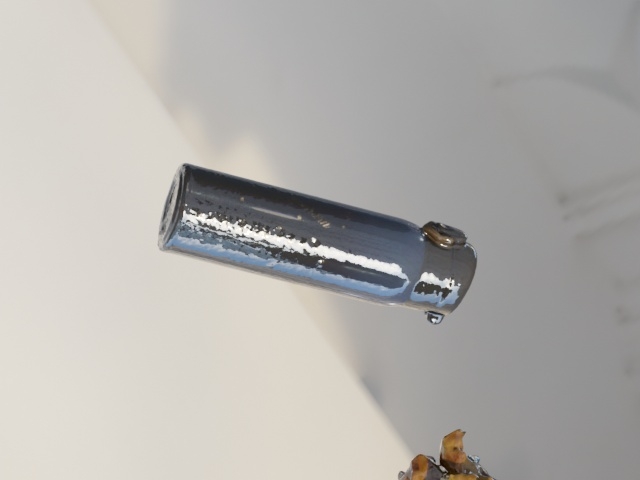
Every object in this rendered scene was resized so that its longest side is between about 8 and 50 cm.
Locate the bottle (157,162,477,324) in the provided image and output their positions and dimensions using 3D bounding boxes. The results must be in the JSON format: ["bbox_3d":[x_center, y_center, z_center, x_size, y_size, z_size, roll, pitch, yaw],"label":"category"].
[{"bbox_3d":[0.000,0.000,1.389,0.072,0.244,0.082,-105,-147,-64],"label":"bottle"}]

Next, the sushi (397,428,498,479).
[{"bbox_3d":[0.088,0.327,1.161,0.234,0.207,0.349,-28,-140,35],"label":"sushi"}]
